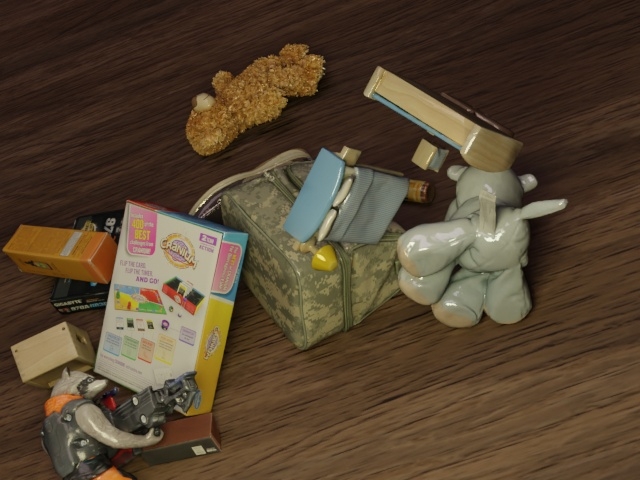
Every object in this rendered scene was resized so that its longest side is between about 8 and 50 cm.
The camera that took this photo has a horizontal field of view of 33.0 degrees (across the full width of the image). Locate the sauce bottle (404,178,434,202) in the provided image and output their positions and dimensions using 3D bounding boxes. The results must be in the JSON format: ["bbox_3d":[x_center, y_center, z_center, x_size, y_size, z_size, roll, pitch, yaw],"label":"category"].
[{"bbox_3d":[0.147,-0.095,1.998,0.128,0.042,0.042,7,54,32],"label":"sauce bottle"}]

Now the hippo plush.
[{"bbox_3d":[0.237,-0.029,1.746,0.234,0.294,0.236,6,40,-1],"label":"hippo plush"}]

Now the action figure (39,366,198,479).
[{"bbox_3d":[-0.334,0.332,1.686,0.341,0.178,0.330,-43,57,26],"label":"action figure"}]

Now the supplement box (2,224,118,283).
[{"bbox_3d":[-0.499,0.024,2.092,0.233,0.078,0.080,4,53,29],"label":"supplement box"}]

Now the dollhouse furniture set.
[{"bbox_3d":[0.145,-0.063,1.622,0.198,0.286,0.303,38,107,33],"label":"dollhouse furniture set"}]

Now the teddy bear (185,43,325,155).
[{"bbox_3d":[-0.147,-0.317,2.288,0.338,0.113,0.245,-23,42,4],"label":"teddy bear"}]

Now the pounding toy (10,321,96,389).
[{"bbox_3d":[-0.489,0.205,1.969,0.130,0.141,0.100,-25,73,2],"label":"pounding toy"}]

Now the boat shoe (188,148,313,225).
[{"bbox_3d":[-0.124,-0.075,2.066,0.285,0.103,0.092,-30,39,-11],"label":"boat shoe"}]

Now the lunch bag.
[{"bbox_3d":[0.000,0.000,1.874,0.256,0.212,0.305,-22,43,-22],"label":"lunch bag"}]

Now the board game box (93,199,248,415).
[{"bbox_3d":[-0.261,0.111,1.855,0.242,0.064,0.316,18,99,35],"label":"board game box"}]

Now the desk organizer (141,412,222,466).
[{"bbox_3d":[-0.230,0.329,1.787,0.130,0.047,0.050,-14,44,13],"label":"desk organizer"}]

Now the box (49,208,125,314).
[{"bbox_3d":[-0.425,0.037,2.137,0.175,0.051,0.220,-8,48,19],"label":"box"}]
